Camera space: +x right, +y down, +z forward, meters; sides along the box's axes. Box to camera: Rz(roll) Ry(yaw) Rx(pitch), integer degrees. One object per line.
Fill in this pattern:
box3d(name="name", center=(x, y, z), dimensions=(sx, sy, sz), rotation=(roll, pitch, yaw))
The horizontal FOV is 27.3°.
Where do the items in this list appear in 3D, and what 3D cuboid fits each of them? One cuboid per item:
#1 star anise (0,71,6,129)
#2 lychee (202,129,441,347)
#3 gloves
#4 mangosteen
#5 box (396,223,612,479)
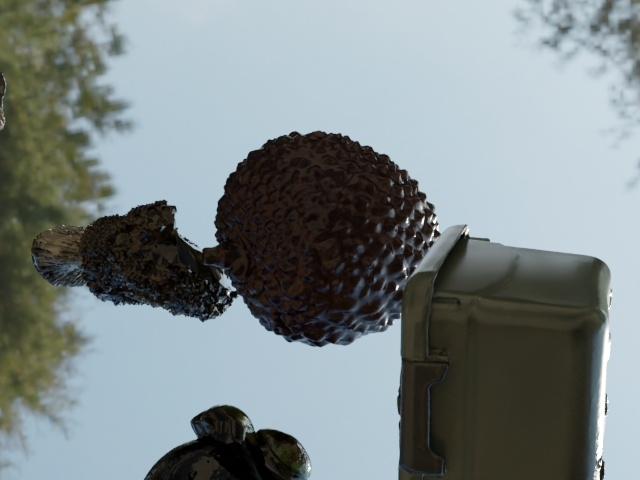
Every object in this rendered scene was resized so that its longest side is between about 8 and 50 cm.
box3d(name="star anise", center=(-0.329, -0.085, 1.030), dimensions=(0.109, 0.349, 0.292), rotation=(8, -116, 16))
box3d(name="lychee", center=(0.000, 0.000, 1.637), dimensions=(0.304, 0.275, 0.276), rotation=(-11, -154, -17))
box3d(name="gloves", center=(-0.249, 0.028, 1.824), dimensions=(0.312, 0.210, 0.135), rotation=(13, -107, 26))
box3d(name="mangosteen", center=(-0.109, 0.323, 1.570), dimensions=(0.243, 0.243, 0.243), rotation=(-7, -154, 3))
box3d(name="box", center=(0.094, 0.064, 0.642), dimensions=(0.093, 0.124, 0.172), rotation=(3, -168, 12))
